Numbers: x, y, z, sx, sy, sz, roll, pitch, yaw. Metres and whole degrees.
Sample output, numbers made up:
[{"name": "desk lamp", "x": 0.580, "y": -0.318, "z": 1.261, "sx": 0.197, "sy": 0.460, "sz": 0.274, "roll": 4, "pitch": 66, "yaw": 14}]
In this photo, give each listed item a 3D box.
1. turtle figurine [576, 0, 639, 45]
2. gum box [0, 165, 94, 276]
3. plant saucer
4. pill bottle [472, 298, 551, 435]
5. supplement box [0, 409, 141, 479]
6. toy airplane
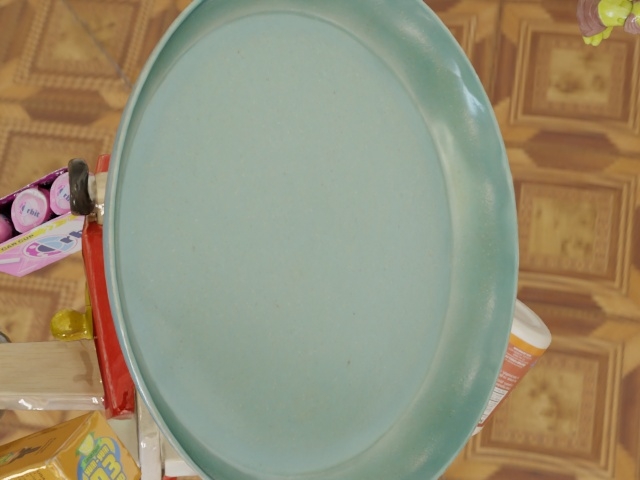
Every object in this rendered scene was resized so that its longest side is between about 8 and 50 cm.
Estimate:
[{"name": "turtle figurine", "x": 0.348, "y": -0.219, "z": 1.305, "sx": 0.217, "sy": 0.087, "sz": 0.269, "roll": 21, "pitch": 81, "yaw": 52}, {"name": "gum box", "x": -0.340, "y": -0.024, "z": 1.702, "sx": 0.188, "sy": 0.107, "sz": 0.062, "roll": -23, "pitch": 69, "yaw": 19}, {"name": "plant saucer", "x": 0.000, "y": 0.000, "z": 0.762, "sx": 0.044, "sy": 0.317, "sz": 0.317, "roll": -2, "pitch": 56, "yaw": 45}, {"name": "pill bottle", "x": 0.184, "y": 0.169, "z": 1.729, "sx": 0.121, "sy": 0.121, "sz": 0.216, "roll": 43, "pitch": 107, "yaw": 23}, {"name": "supplement box", "x": -0.265, "y": 0.220, "z": 1.160, "sx": 0.233, "sy": 0.080, "sz": 0.078, "roll": -26, "pitch": 15, "yaw": 35}, {"name": "toy airplane", "x": -0.189, "y": 0.127, "z": 1.428, "sx": 0.386, "sy": 0.272, "sz": 0.384, "roll": 36, "pitch": 60, "yaw": 12}]
